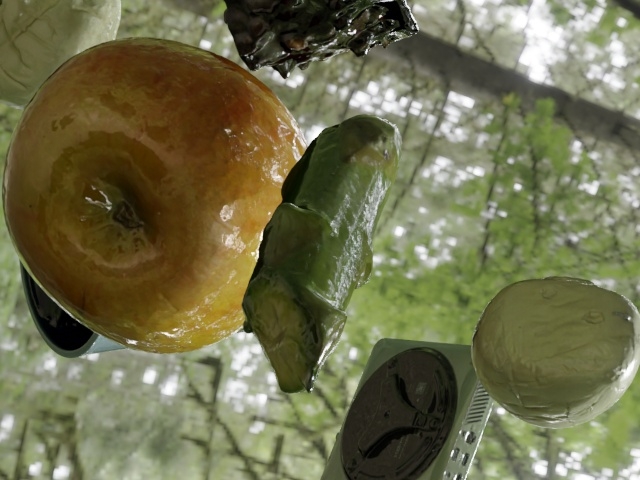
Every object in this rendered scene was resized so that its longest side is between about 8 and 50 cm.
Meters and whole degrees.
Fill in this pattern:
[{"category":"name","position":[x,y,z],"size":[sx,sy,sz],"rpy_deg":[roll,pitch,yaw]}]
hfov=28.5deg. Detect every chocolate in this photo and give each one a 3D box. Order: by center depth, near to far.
[{"category":"chocolate","position":[-0.032,-0.273,1.469],"size":[0.177,0.224,0.206],"rpy_deg":[-41,-169,-2]}]

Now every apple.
[{"category":"apple","position":[-0.144,-0.038,1.115],"size":[0.286,0.286,0.233],"rpy_deg":[-66,169,12]}]

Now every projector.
[{"category":"projector","position":[0.124,0.268,1.830],"size":[0.259,0.079,0.257],"rpy_deg":[-1,-119,54]}]

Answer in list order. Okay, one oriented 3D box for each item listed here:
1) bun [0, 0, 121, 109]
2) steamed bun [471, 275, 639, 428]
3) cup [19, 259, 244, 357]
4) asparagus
[{"category":"bun","position":[-0.380,-0.283,1.648],"size":[0.229,0.145,0.229],"rpy_deg":[-20,-129,27]},{"category":"steamed bun","position":[0.183,0.093,0.971],"size":[0.130,0.091,0.112],"rpy_deg":[1,-133,22]},{"category":"cup","position":[-0.225,0.004,1.703],"size":[0.331,0.311,0.256],"rpy_deg":[24,-68,50]},{"category":"asparagus","position":[0.001,-0.001,0.864],"size":[0.082,0.085,0.343],"rpy_deg":[-61,-178,32]}]
